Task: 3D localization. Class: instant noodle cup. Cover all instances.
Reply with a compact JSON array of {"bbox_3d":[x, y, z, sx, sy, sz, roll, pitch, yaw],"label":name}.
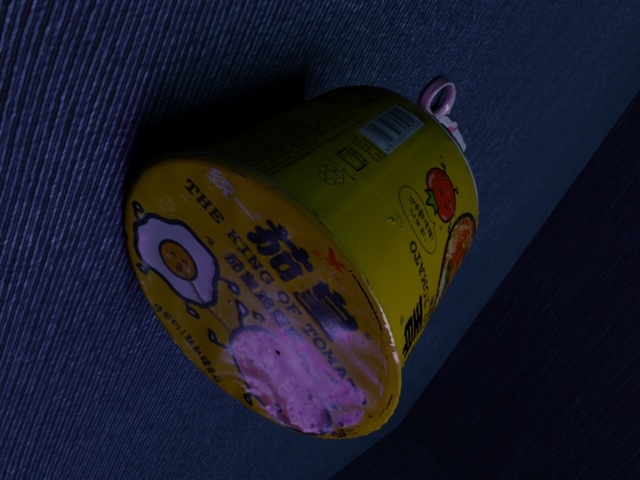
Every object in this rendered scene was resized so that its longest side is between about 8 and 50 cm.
[{"bbox_3d":[0.000,0.000,0.705,0.254,0.325,0.325,-44,159,-39],"label":"instant noodle cup"}]

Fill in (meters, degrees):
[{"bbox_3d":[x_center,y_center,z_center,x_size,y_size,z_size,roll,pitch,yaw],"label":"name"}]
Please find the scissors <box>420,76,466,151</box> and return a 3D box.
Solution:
[{"bbox_3d":[0.194,-0.178,1.106,0.118,0.030,0.242,-51,156,8],"label":"scissors"}]
